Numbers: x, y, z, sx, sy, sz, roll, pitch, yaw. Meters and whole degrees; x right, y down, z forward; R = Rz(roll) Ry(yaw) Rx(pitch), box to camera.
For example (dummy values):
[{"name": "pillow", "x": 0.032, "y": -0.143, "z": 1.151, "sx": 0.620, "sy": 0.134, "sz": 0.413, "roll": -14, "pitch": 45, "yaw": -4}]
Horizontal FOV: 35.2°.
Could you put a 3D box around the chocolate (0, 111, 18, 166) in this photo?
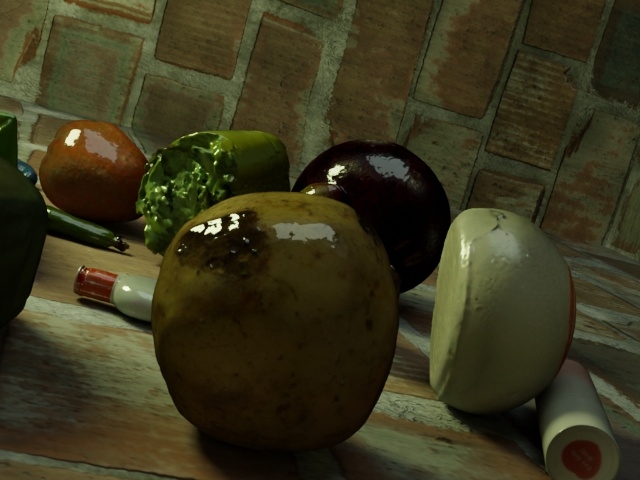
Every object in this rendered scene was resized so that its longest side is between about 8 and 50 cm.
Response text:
[{"name": "chocolate", "x": -0.597, "y": -0.132, "z": 1.518, "sx": 0.289, "sy": 0.137, "sz": 0.301, "roll": 12, "pitch": -9, "yaw": -17}]

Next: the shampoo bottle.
[{"name": "shampoo bottle", "x": -0.224, "y": 0.082, "z": 1.373, "sx": 0.221, "sy": 0.051, "sz": 0.108, "roll": 16, "pitch": 12, "yaw": 0}]

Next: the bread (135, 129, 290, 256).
[{"name": "bread", "x": -0.174, "y": -0.074, "z": 1.822, "sx": 0.208, "sy": 0.251, "sz": 0.376, "roll": 2, "pitch": 8, "yaw": 17}]

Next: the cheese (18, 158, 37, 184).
[{"name": "cheese", "x": -0.670, "y": -0.175, "z": 1.905, "sx": 0.217, "sy": 0.129, "sz": 0.329, "roll": 28, "pitch": -4, "yaw": 29}]

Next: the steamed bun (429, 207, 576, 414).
[{"name": "steamed bun", "x": 0.248, "y": 0.099, "z": 1.359, "sx": 0.177, "sy": 0.283, "sz": 0.283, "roll": 8, "pitch": 10, "yaw": 0}]

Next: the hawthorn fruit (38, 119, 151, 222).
[{"name": "hawthorn fruit", "x": -0.390, "y": -0.111, "z": 1.870, "sx": 0.251, "sy": 0.199, "sz": 0.199, "roll": 30, "pitch": 12, "yaw": 9}]

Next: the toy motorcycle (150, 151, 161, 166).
[{"name": "toy motorcycle", "x": -0.281, "y": -0.114, "z": 2.237, "sx": 0.229, "sy": 0.074, "sz": 0.151, "roll": 29, "pitch": -24, "yaw": -1}]

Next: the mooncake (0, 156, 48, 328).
[{"name": "mooncake", "x": -0.485, "y": -0.017, "z": 1.105, "sx": 0.356, "sy": 0.194, "sz": 0.356, "roll": 19, "pitch": 11, "yaw": -4}]

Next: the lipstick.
[{"name": "lipstick", "x": 0.326, "y": 0.232, "z": 1.312, "sx": 0.087, "sy": 0.087, "sz": 0.327, "roll": 17, "pitch": 10, "yaw": 7}]

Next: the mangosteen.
[{"name": "mangosteen", "x": 0.075, "y": -0.024, "z": 1.841, "sx": 0.307, "sy": 0.306, "sz": 0.347, "roll": 19, "pitch": 35, "yaw": 18}]

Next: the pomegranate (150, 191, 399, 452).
[{"name": "pomegranate", "x": -0.045, "y": 0.081, "z": 1.044, "sx": 0.281, "sy": 0.281, "sz": 0.281, "roll": 16, "pitch": 10, "yaw": -3}]

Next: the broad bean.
[{"name": "broad bean", "x": -0.464, "y": -0.039, "z": 1.706, "sx": 0.298, "sy": 0.043, "sz": 0.060, "roll": 19, "pitch": -1, "yaw": 11}]
